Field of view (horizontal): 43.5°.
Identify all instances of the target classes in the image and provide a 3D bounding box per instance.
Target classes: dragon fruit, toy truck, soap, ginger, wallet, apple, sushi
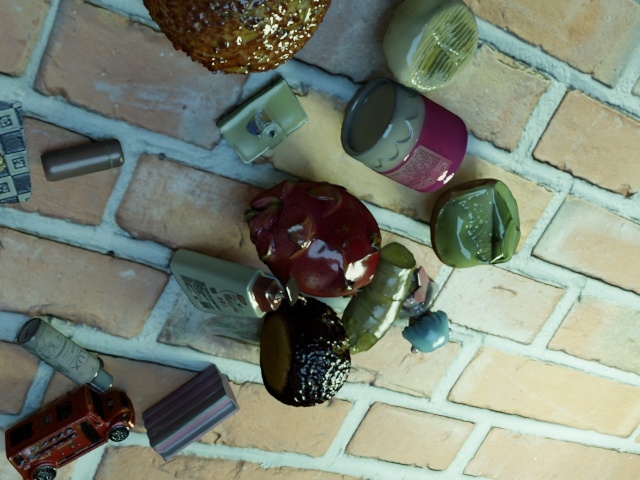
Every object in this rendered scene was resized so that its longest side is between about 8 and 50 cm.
[{"bbox_3d":[0.003,0.002,1.583,0.250,0.250,0.315,-37,115,0],"label":"dragon fruit"},{"bbox_3d":[-0.517,0.390,1.662,0.252,0.107,0.114,-29,126,-5],"label":"toy truck"},{"bbox_3d":[-0.283,0.374,1.745,0.203,0.122,0.065,-35,125,0],"label":"soap"},{"bbox_3d":[0.123,0.133,1.752,0.116,0.109,0.263,22,110,-7],"label":"ginger"},{"bbox_3d":[-0.109,-0.228,1.523,0.155,0.039,0.110,-36,122,-1],"label":"wallet"},{"bbox_3d":[0.335,-0.037,1.746,0.207,0.174,0.189,-10,95,-11],"label":"apple"},{"bbox_3d":[-0.606,-0.132,1.362,0.210,0.040,0.193,-7,121,-19],"label":"sushi"}]

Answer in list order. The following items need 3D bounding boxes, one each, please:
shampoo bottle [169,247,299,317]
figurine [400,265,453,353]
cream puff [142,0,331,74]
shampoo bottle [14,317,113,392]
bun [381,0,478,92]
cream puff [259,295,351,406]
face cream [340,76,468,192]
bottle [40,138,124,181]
[{"bbox_3d":[-0.152,0.090,1.557,0.071,0.284,0.153,-57,136,-36],"label":"shampoo bottle"},{"bbox_3d":[0.200,0.159,1.841,0.205,0.103,0.260,-30,116,-7],"label":"figurine"},{"bbox_3d":[-0.120,-0.425,1.292,0.350,0.229,0.351,-11,121,-20],"label":"cream puff"},{"bbox_3d":[-0.504,0.235,1.603,0.072,0.072,0.214,-41,126,3],"label":"shampoo bottle"},{"bbox_3d":[0.194,-0.374,1.510,0.193,0.128,0.178,-54,136,-2],"label":"bun"},{"bbox_3d":[-0.030,0.236,1.703,0.164,0.239,0.239,1,118,-26],"label":"cream puff"},{"bbox_3d":[0.162,-0.204,1.569,0.194,0.175,0.175,20,109,-32],"label":"face cream"},{"bbox_3d":[-0.422,-0.143,1.427,0.140,0.053,0.053,-14,123,-15],"label":"bottle"}]
